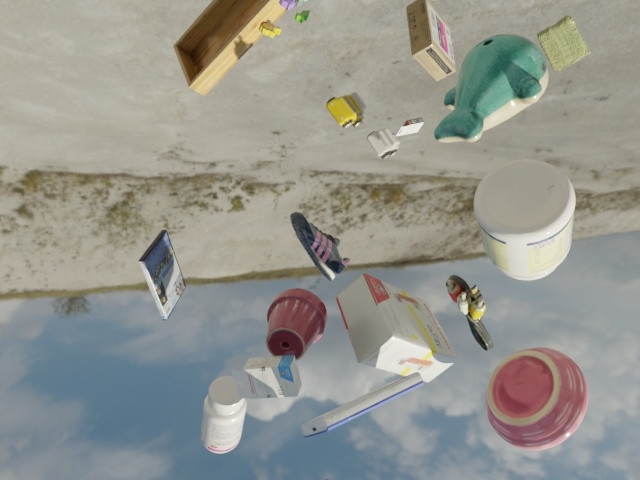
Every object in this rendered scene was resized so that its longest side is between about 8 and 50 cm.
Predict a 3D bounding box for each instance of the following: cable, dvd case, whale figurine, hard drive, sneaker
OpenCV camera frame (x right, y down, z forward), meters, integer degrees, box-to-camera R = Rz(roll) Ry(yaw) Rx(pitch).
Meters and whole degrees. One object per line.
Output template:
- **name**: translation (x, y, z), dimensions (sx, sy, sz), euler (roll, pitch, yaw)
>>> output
- **cable**: translation (0.388, 0.198, 1.214), dimensions (0.072, 0.287, 0.139), euler (-37, -136, -15)
- **dvd case**: translation (-0.527, 0.116, 1.546), dimensions (0.022, 0.253, 0.180), euler (-2, -147, 9)
- **whale figurine**: translation (0.328, -0.306, 0.913), dimensions (0.272, 0.141, 0.216), euler (-45, -147, -20)
- **hard drive**: translation (0.117, 0.470, 1.307), dimensions (0.318, 0.040, 0.210), euler (-15, 159, -27)
- **sneaker**: translation (0.000, 0.000, 1.793), dimensions (0.131, 0.319, 0.112), euler (-37, -157, -14)

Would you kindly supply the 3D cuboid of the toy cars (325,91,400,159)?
- **toy cars**: translation (0.169, -0.394, 1.551), dimensions (0.087, 0.177, 0.393), euler (-35, 138, 28)

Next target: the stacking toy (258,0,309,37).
- **stacking toy**: translation (-0.069, -0.653, 1.222), dimensions (0.052, 0.167, 0.221), euler (39, -131, 2)

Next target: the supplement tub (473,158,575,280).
- **supplement tub**: translation (0.557, -0.041, 1.250), dimensions (0.235, 0.236, 0.325), euler (9, 159, 29)

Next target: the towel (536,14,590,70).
- **towel**: translation (0.746, -0.605, 1.411), dimensions (0.110, 0.148, 0.027), euler (-24, -150, 41)

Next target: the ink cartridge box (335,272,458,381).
- **ink cartridge box**: translation (0.269, 0.311, 1.614), dimensions (0.384, 0.160, 0.279), euler (26, -151, -38)

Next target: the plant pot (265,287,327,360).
- **plant pot**: translation (-0.088, 0.282, 1.469), dimensions (0.201, 0.202, 0.180), euler (6, -155, 9)

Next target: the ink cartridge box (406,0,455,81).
- **ink cartridge box**: translation (0.411, -0.748, 1.701), dimensions (0.088, 0.235, 0.193), euler (-19, 154, 38)

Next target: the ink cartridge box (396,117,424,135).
- **ink cartridge box**: translation (0.355, -0.458, 1.846), dimensions (0.115, 0.029, 0.063), euler (-16, 159, -24)

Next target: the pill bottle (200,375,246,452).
- **pill bottle**: translation (-0.368, 0.662, 1.746), dimensions (0.160, 0.283, 0.160), euler (10, -147, -7)

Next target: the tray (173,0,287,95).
- **tray**: translation (-0.279, -0.667, 1.420), dimensions (0.410, 0.203, 0.076), euler (-37, 153, 23)

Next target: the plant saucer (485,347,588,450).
- **plant saucer**: translation (0.655, 0.478, 1.441), dimensions (0.084, 0.332, 0.332), euler (38, 177, -21)

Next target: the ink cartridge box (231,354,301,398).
- **ink cartridge box**: translation (-0.155, 0.394, 1.319), dimensions (0.179, 0.104, 0.060), euler (-7, -162, 15)

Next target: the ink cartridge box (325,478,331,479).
- **ink cartridge box**: translation (0.043, 0.750, 1.244), dimensions (0.046, 0.207, 0.097), euler (1, -140, 25)
